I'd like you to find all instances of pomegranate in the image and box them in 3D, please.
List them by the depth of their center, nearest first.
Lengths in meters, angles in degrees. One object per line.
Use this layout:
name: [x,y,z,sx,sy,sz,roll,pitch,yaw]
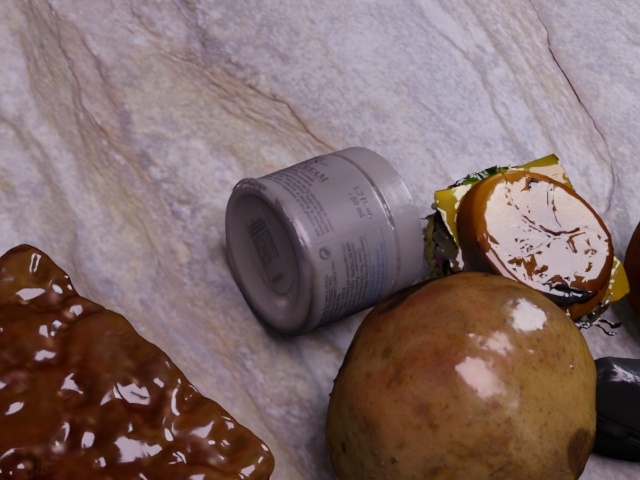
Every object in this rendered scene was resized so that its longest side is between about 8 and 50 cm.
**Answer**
pomegranate: [0.138,0.169,1.072,0.281,0.281,0.281,11,56,-17]

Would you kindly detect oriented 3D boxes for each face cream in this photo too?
face cream: [0.000,0.000,1.173,0.153,0.177,0.177,-20,69,-32]

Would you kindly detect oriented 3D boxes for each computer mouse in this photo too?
computer mouse: [0.390,0.203,1.240,0.270,0.137,0.086,6,48,-22]

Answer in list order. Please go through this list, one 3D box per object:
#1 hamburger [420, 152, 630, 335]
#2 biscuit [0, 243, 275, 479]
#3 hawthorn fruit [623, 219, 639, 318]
hamburger: [0.237,0.026,1.285,0.243,0.138,0.261,-15,66,-29]
biscuit: [-0.278,0.222,0.882,0.342,0.166,0.395,39,54,19]
hawthorn fruit: [0.475,0.042,1.347,0.215,0.215,0.250,46,58,8]
